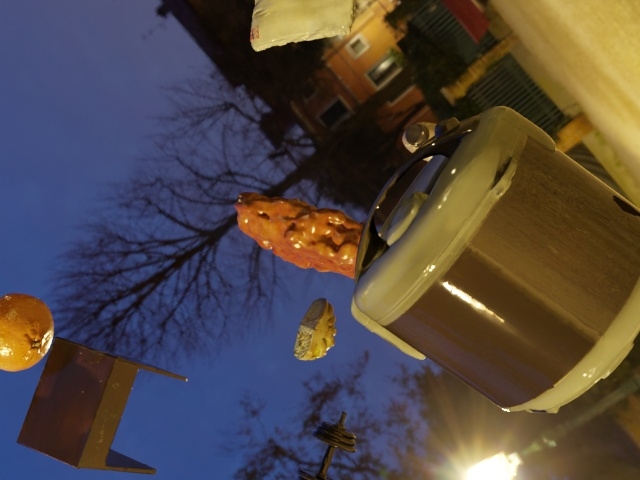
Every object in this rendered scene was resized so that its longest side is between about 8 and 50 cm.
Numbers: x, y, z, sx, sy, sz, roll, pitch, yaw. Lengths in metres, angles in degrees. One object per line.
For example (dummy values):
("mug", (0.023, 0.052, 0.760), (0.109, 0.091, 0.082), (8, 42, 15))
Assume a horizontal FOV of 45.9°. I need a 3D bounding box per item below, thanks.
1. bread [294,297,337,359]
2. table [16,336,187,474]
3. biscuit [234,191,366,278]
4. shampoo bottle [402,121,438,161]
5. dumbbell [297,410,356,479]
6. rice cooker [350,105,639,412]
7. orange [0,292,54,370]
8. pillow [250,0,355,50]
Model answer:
("bread", (-0.003, 0.230, 1.856), (0.094, 0.157, 0.083), (46, 154, -27))
("table", (-0.497, 0.389, 1.760), (0.196, 0.251, 0.282), (10, 167, 28))
("biscuit", (0.000, 0.000, 1.584), (0.318, 0.111, 0.312), (14, 169, 24))
("shampoo bottle", (0.246, -0.197, 1.566), (0.127, 0.078, 0.256), (18, -176, 32))
("dumbbell", (0.013, 0.451, 1.545), (0.099, 0.209, 0.099), (21, 171, 4))
("rice cooker", (0.216, 0.021, 0.972), (0.325, 0.335, 0.335), (34, -162, -3))
("orange", (-0.688, 0.207, 1.712), (0.155, 0.178, 0.177), (29, -166, 9))
("pillow", (-0.037, -0.455, 1.507), (0.051, 0.229, 0.128), (17, -109, -64))
